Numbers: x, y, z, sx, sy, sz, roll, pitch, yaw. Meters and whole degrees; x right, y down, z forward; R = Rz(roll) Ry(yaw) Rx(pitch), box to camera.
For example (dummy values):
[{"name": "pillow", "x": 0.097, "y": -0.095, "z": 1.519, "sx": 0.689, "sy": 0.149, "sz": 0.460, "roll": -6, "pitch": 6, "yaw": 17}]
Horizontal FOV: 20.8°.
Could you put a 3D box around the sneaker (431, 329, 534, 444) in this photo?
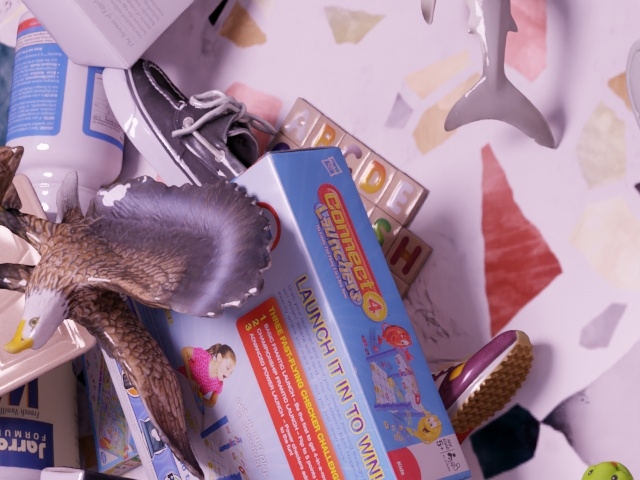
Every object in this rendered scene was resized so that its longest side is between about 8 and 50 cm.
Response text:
[{"name": "sneaker", "x": 0.100, "y": 0.131, "z": 1.485, "sx": 0.185, "sy": 0.069, "sz": 0.084, "roll": -50, "pitch": 57, "yaw": 17}]

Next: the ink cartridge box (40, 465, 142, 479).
[{"name": "ink cartridge box", "x": -0.194, "y": 0.400, "z": 1.581, "sx": 0.069, "sy": 0.175, "sz": 0.371, "roll": -2, "pitch": 76, "yaw": 39}]

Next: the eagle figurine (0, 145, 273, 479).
[{"name": "eagle figurine", "x": -0.182, "y": 0.046, "z": 1.476, "sx": 0.298, "sy": 0.226, "sz": 0.225, "roll": 21, "pitch": 68, "yaw": 11}]

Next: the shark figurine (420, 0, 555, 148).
[{"name": "shark figurine", "x": 0.155, "y": -0.227, "z": 1.530, "sx": 0.166, "sy": 0.116, "sz": 0.278, "roll": 109, "pitch": 152, "yaw": -47}]

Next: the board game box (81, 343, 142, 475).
[{"name": "board game box", "x": -0.190, "y": 0.146, "z": 1.751, "sx": 0.103, "sy": 0.026, "sz": 0.154, "roll": -29, "pitch": 60, "yaw": 31}]

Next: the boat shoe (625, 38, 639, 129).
[{"name": "boat shoe", "x": 0.344, "y": -0.056, "z": 1.326, "sx": 0.302, "sy": 0.091, "sz": 0.114, "roll": 57, "pitch": 158, "yaw": 34}]

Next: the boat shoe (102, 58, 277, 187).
[{"name": "boat shoe", "x": -0.102, "y": -0.087, "z": 1.680, "sx": 0.105, "sy": 0.113, "sz": 0.306, "roll": -44, "pitch": 56, "yaw": 14}]

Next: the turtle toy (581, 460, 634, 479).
[{"name": "turtle toy", "x": 0.219, "y": 0.236, "z": 1.356, "sx": 0.095, "sy": 0.066, "sz": 0.130, "roll": 8, "pitch": 82, "yaw": 41}]

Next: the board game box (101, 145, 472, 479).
[{"name": "board game box", "x": -0.050, "y": 0.121, "z": 1.514, "sx": 0.302, "sy": 0.086, "sz": 0.308, "roll": -33, "pitch": 72, "yaw": 43}]

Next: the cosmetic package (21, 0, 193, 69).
[{"name": "cosmetic package", "x": -0.211, "y": -0.325, "z": 1.711, "sx": 0.225, "sy": 0.224, "sz": 0.138, "roll": -48, "pitch": 29, "yaw": -19}]

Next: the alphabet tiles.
[{"name": "alphabet tiles", "x": 0.000, "y": 0.000, "z": 1.648, "sx": 0.237, "sy": 0.009, "sz": 0.198, "roll": 39, "pitch": 103, "yaw": 40}]

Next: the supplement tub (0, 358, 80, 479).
[{"name": "supplement tub", "x": -0.360, "y": 0.186, "z": 1.744, "sx": 0.235, "sy": 0.235, "sz": 0.325, "roll": -20, "pitch": 65, "yaw": 34}]

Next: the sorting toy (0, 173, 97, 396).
[{"name": "sorting toy", "x": -0.328, "y": 0.063, "z": 1.641, "sx": 0.208, "sy": 0.038, "sz": 0.193, "roll": -29, "pitch": 69, "yaw": 2}]

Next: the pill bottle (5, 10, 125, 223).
[{"name": "pill bottle", "x": -0.266, "y": -0.125, "z": 1.830, "sx": 0.124, "sy": 0.124, "sz": 0.221, "roll": -7, "pitch": 72, "yaw": 38}]
